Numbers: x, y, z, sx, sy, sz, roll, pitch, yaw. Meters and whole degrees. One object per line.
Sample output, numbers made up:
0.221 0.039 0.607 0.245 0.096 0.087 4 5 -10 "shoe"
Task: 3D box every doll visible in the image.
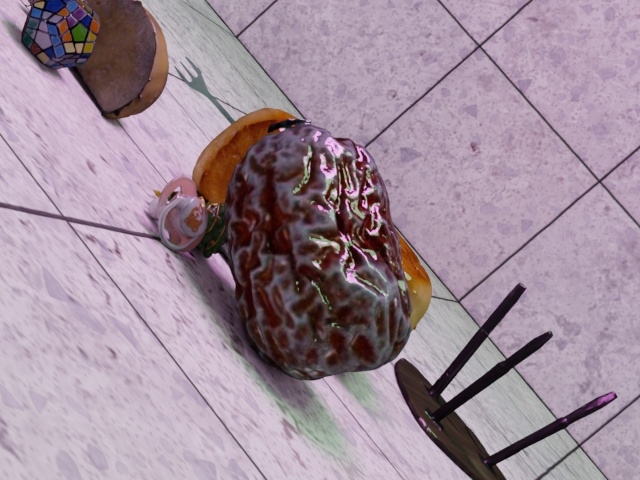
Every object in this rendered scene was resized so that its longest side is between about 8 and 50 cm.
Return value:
-0.165 -0.021 1.798 0.113 0.076 0.078 14 -7 -22 "doll"

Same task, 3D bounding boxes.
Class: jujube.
-0.007 0.018 1.720 0.226 0.226 0.317 29 47 -66 "jujube"

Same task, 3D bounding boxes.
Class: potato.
-0.292 -0.281 1.993 0.243 0.138 0.098 54 5 18 "potato"

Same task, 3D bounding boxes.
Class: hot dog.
0.001 -0.001 2.068 0.405 0.185 0.223 52 10 14 "hot dog"

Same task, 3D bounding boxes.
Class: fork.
-0.197 -0.262 2.752 0.235 0.039 0.021 48 12 -27 "fork"

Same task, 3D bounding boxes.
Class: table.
0.296 0.224 2.333 0.317 0.249 0.317 48 9 -9 "table"

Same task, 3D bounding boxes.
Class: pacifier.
-0.182 -0.031 1.722 0.078 0.081 0.099 16 -42 37 "pacifier"

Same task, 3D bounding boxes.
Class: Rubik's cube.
-0.342 -0.279 1.866 0.111 0.111 0.093 16 58 -75 "Rubik's cube"

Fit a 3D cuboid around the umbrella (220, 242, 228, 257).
-0.098 0.030 1.912 0.188 0.046 0.050 48 -6 16 "umbrella"
